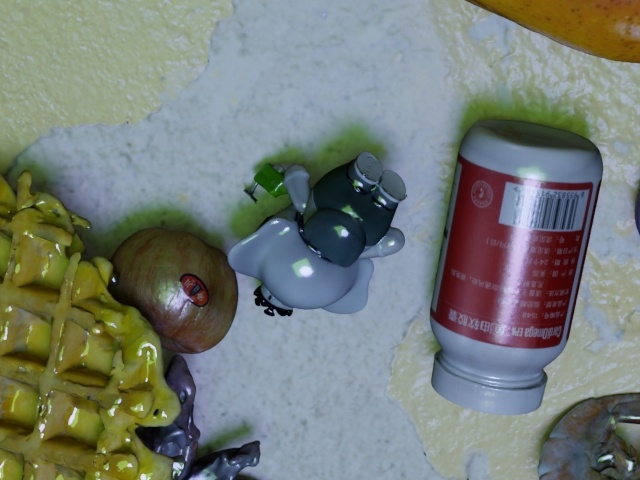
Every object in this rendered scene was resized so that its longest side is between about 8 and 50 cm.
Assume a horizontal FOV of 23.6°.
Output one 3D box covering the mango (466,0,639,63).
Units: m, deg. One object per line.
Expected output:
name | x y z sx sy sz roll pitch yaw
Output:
mango | 0.192 -0.268 1.285 0.350 0.199 0.201 18 77 10

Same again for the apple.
apple | -0.137 0.046 1.416 0.126 0.126 0.102 16 72 -3

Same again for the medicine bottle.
medicine bottle | 0.172 0.023 1.388 0.131 0.131 0.250 9 107 -1

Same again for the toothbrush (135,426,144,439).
toothbrush | -0.300 0.202 1.515 0.276 0.019 0.025 -4 111 3

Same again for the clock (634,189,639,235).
clock | 0.382 -0.060 1.391 0.172 0.064 0.198 11 107 -1

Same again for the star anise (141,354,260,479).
star anise | -0.150 0.235 1.463 0.198 0.110 0.257 -26 120 9

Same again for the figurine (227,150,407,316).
figurine | 0.000 0.000 1.395 0.147 0.126 0.192 31 121 -17

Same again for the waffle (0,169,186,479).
waffle | -0.319 0.137 1.387 0.382 0.095 0.379 -40 72 17

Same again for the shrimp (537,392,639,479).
shrimp | 0.331 0.208 1.452 0.251 0.052 0.143 -6 66 -3
